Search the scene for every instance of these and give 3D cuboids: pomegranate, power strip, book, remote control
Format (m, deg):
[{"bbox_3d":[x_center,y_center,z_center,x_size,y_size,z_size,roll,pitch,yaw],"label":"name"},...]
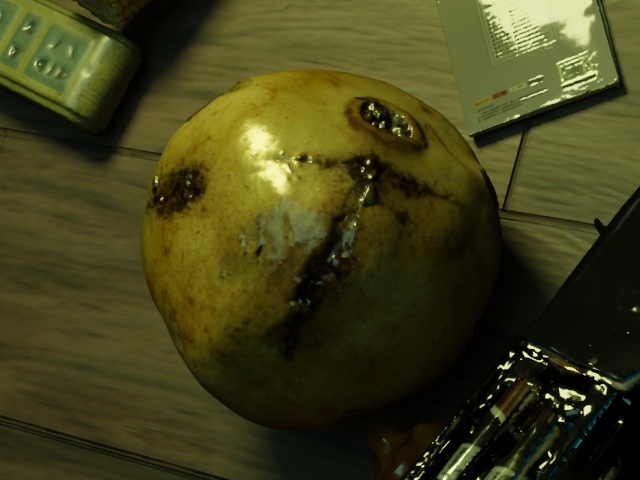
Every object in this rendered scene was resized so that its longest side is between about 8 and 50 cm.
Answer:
[{"bbox_3d":[0.000,0.000,1.154,0.260,0.260,0.260,-9,70,25],"label":"pomegranate"},{"bbox_3d":[-0.323,-0.205,1.485,0.387,0.066,0.092,26,85,32],"label":"power strip"},{"bbox_3d":[0.154,-0.179,1.256,0.127,0.014,0.182,-20,66,21],"label":"book"},{"bbox_3d":[0.179,0.080,1.038,0.144,0.062,0.399,23,60,36],"label":"remote control"}]

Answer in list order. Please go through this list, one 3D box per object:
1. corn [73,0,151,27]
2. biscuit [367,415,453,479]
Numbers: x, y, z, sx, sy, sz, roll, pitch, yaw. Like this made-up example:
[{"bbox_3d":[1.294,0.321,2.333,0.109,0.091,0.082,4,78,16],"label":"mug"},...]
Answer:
[{"bbox_3d":[-0.127,-0.292,1.386,0.093,0.093,0.244,39,87,32],"label":"corn"},{"bbox_3d":[0.166,0.255,1.050,0.318,0.110,0.312,-9,67,26],"label":"biscuit"}]
